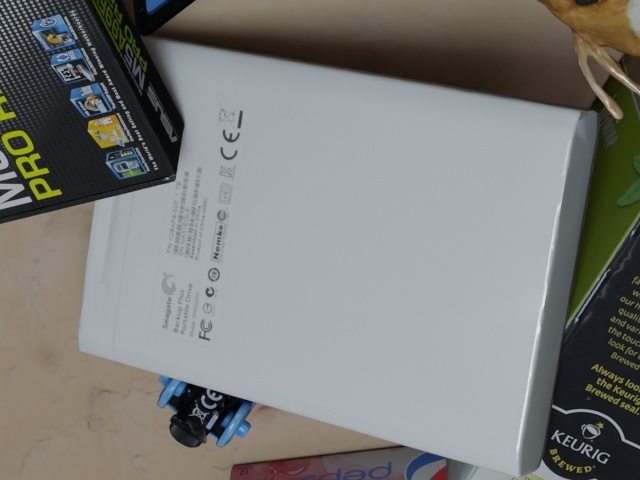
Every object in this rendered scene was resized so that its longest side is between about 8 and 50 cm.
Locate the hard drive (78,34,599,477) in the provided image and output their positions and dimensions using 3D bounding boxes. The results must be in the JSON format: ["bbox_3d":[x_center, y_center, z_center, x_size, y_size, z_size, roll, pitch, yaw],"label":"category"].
[{"bbox_3d":[0.000,0.000,1.196,0.353,0.047,0.233,13,99,30],"label":"hard drive"}]

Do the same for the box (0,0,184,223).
[{"bbox_3d":[-0.236,-0.127,1.144,0.216,0.060,0.270,-13,131,14],"label":"box"}]

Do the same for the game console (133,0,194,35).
[{"bbox_3d":[-0.055,-0.180,1.061,0.107,0.071,0.122,6,141,4],"label":"game console"}]

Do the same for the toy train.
[{"bbox_3d":[-0.052,0.074,1.332,0.080,0.105,0.184,34,114,0],"label":"toy train"}]

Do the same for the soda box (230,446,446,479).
[{"bbox_3d":[0.060,0.219,1.407,0.263,0.092,0.083,-7,117,6],"label":"soda box"}]

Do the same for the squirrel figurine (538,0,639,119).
[{"bbox_3d":[0.282,-0.188,1.053,0.370,0.397,0.281,17,137,-1],"label":"squirrel figurine"}]

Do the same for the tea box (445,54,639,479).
[{"bbox_3d":[0.301,0.079,1.254,0.329,0.220,0.323,25,116,-10],"label":"tea box"}]
